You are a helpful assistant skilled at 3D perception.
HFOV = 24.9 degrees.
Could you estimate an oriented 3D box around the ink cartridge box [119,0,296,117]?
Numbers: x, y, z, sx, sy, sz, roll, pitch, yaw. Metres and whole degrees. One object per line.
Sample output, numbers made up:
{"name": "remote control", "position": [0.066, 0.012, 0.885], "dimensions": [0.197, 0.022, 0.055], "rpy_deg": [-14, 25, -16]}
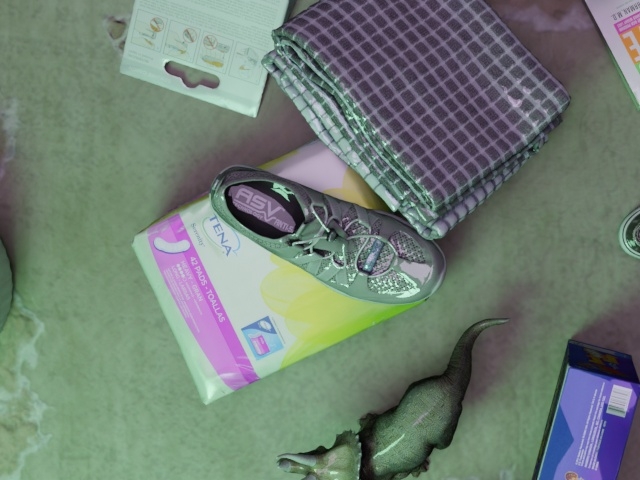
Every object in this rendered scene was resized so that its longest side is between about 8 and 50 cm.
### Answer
{"name": "ink cartridge box", "position": [-0.127, -0.289, 1.740], "dimensions": [0.189, 0.066, 0.232], "rpy_deg": [19, 117, 9]}

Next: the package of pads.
{"name": "package of pads", "position": [-0.049, 0.027, 1.704], "dimensions": [0.297, 0.101, 0.229], "rpy_deg": [-25, 88, 7]}

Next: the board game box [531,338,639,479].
{"name": "board game box", "position": [0.266, 0.297, 1.594], "dimensions": [0.078, 0.233, 0.347], "rpy_deg": [15, 95, 9]}

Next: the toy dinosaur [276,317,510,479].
{"name": "toy dinosaur", "position": [0.107, 0.212, 1.656], "dimensions": [0.313, 0.160, 0.121], "rpy_deg": [-34, 87, 11]}

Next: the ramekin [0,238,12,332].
{"name": "ramekin", "position": [-0.504, 0.055, 1.775], "dimensions": [0.273, 0.127, 0.272], "rpy_deg": [1, 94, 10]}

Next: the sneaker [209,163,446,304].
{"name": "sneaker", "position": [0.000, 0.000, 1.586], "dimensions": [0.281, 0.115, 0.105], "rpy_deg": [20, 94, 6]}

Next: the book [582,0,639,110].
{"name": "book", "position": [0.374, -0.234, 1.654], "dimensions": [0.096, 0.035, 0.144], "rpy_deg": [-27, 86, 7]}

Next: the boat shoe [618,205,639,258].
{"name": "boat shoe", "position": [0.445, -0.022, 1.628], "dimensions": [0.219, 0.070, 0.077], "rpy_deg": [-11, 91, 11]}

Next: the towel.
{"name": "towel", "position": [0.111, -0.170, 1.596], "dimensions": [0.235, 0.121, 0.283], "rpy_deg": [-37, 81, -29]}
